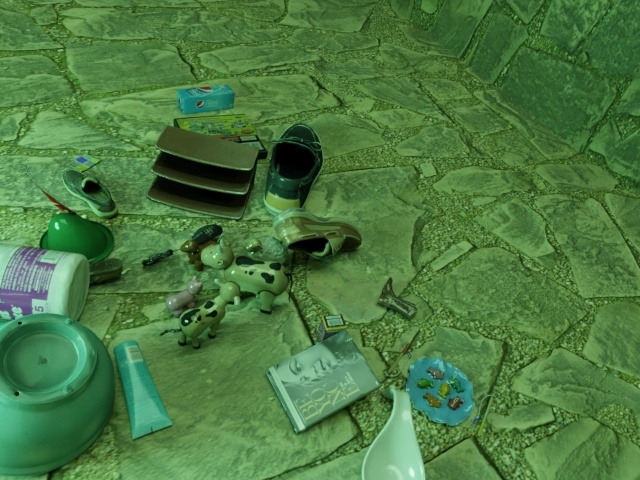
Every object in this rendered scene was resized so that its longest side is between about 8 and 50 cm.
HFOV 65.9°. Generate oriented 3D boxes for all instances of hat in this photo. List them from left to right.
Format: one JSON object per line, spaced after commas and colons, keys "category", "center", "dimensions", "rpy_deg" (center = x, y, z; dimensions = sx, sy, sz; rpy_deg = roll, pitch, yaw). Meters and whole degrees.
{"category": "hat", "center": [-0.642, -0.056, 1.255], "dimensions": [0.209, 0.183, 0.172], "rpy_deg": [4, 45, -14]}

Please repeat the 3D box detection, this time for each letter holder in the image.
{"category": "letter holder", "center": [-0.365, -0.204, 1.526], "dimensions": [0.302, 0.152, 0.214], "rpy_deg": [13, 45, -4]}

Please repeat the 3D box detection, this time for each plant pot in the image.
{"category": "plant pot", "center": [-0.522, 0.255, 0.918], "dimensions": [0.293, 0.196, 0.293], "rpy_deg": [19, 44, -19]}

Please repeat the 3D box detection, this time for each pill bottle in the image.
{"category": "pill bottle", "center": [-0.695, 0.092, 1.098], "dimensions": [0.302, 0.169, 0.169], "rpy_deg": [8, 44, -9]}

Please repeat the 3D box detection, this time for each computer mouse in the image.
{"category": "computer mouse", "center": [-0.379, 0.007, 1.357], "dimensions": [0.242, 0.071, 0.041], "rpy_deg": [-27, 98, -33]}

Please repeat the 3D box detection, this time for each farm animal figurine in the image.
{"category": "farm animal figurine", "center": [-0.225, 0.095, 1.242], "dimensions": [0.327, 0.172, 0.330], "rpy_deg": [3, 45, -16]}

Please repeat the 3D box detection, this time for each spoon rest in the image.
{"category": "spoon rest", "center": [0.162, 0.441, 1.072], "dimensions": [0.137, 0.084, 0.276], "rpy_deg": [14, 44, -2]}

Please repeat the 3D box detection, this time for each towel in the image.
{"category": "towel", "center": [-0.743, -0.243, 1.544], "dimensions": [0.060, 0.009, 0.083], "rpy_deg": [28, 44, 12]}

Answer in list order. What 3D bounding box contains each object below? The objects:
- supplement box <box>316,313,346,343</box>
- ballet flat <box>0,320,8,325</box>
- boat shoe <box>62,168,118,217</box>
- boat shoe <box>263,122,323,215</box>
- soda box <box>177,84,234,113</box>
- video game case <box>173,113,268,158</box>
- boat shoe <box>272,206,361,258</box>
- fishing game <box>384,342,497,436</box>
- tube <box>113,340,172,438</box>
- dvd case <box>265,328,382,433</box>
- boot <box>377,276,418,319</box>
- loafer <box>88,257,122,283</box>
{"category": "supplement box", "center": [0.027, 0.229, 1.251], "dimensions": [0.055, 0.083, 0.043], "rpy_deg": [-2, 47, -21]}
{"category": "ballet flat", "center": [-0.757, 0.198, 1.048], "dimensions": [0.213, 0.068, 0.072], "rpy_deg": [10, 7, -8]}
{"category": "boat shoe", "center": [-0.667, -0.153, 1.428], "dimensions": [0.224, 0.073, 0.080], "rpy_deg": [38, 47, 21]}
{"category": "boat shoe", "center": [-0.082, -0.282, 1.694], "dimensions": [0.187, 0.155, 0.500], "rpy_deg": [14, 42, -1]}
{"category": "soda box", "center": [-0.442, -0.548, 1.910], "dimensions": [0.210, 0.071, 0.067], "rpy_deg": [-18, 54, -32]}
{"category": "video game case", "center": [-0.361, -0.369, 1.780], "dimensions": [0.275, 0.035, 0.248], "rpy_deg": [-11, 50, -26]}
{"category": "boat shoe", "center": [0.000, 0.000, 1.422], "dimensions": [0.325, 0.123, 0.116], "rpy_deg": [10, 52, -42]}
{"category": "fishing game", "center": [0.300, 0.366, 1.230], "dimensions": [0.264, 0.041, 0.189], "rpy_deg": [33, 45, 19]}
{"category": "tube", "center": [-0.390, 0.314, 1.059], "dimensions": [0.080, 0.052, 0.207], "rpy_deg": [-17, 58, -25]}
{"category": "dvd case", "center": [0.006, 0.322, 1.149], "dimensions": [0.221, 0.018, 0.164], "rpy_deg": [-25, 56, -15]}
{"category": "boot", "center": [0.230, 0.166, 1.415], "dimensions": [0.114, 0.037, 0.106], "rpy_deg": [22, 56, 10]}
{"category": "loafer", "center": [-0.569, 0.084, 1.237], "dimensions": [0.148, 0.050, 0.056], "rpy_deg": [-7, 43, -3]}
